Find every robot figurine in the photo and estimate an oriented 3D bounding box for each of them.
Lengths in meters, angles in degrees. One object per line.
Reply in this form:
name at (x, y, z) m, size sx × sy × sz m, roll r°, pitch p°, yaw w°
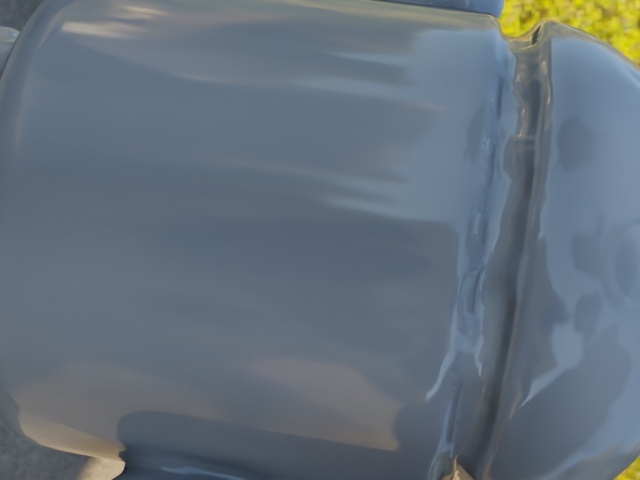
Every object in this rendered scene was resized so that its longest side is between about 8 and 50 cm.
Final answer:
robot figurine at (0.000, 0.000, 0.427) m, size 0.200 × 0.353 × 0.300 m, roll 83°, pitch 17°, yaw -69°
